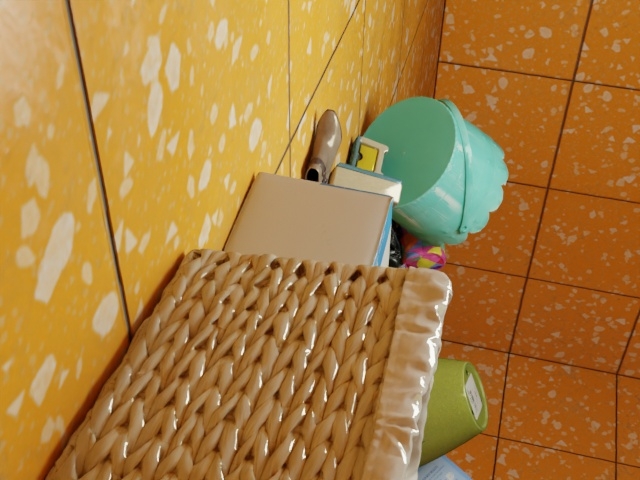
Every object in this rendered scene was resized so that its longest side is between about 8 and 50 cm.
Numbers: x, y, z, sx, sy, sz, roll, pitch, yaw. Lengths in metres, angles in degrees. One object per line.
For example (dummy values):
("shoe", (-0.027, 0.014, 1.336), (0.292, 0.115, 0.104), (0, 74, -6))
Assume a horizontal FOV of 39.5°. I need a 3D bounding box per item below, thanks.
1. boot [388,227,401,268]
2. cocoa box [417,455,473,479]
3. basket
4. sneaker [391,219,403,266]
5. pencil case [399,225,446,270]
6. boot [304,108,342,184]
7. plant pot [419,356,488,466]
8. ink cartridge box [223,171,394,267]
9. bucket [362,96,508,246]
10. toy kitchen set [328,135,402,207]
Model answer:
("boot", (0.116, 0.043, 1.893), (0.207, 0.094, 0.246), (-92, 180, -65))
("cocoa box", (0.178, 0.637, 1.834), (0.347, 0.231, 0.228), (-34, 152, -34))
("basket", (-0.043, 0.220, 0.818), (0.331, 0.266, 0.328), (-66, 163, -51))
("sneaker", (0.174, -0.036, 2.040), (0.112, 0.121, 0.299), (61, 7, -62))
("pencil case", (0.214, -0.042, 1.942), (0.104, 0.104, 0.236), (79, 7, -64))
("boot", (0.001, -0.128, 1.350), (0.087, 0.042, 0.118), (-63, 160, -51))
("plant pot", (0.173, 0.341, 1.777), (0.275, 0.293, 0.275), (46, 36, -48))
("ink cartridge box", (-0.014, 0.066, 1.090), (0.233, 0.171, 0.168), (87, 17, -50))
("bucket", (0.216, -0.144, 1.789), (0.183, 0.281, 0.281), (29, 69, -46))
("toy kitchen set", (0.072, -0.135, 1.626), (0.207, 0.122, 0.166), (138, -34, -73))
